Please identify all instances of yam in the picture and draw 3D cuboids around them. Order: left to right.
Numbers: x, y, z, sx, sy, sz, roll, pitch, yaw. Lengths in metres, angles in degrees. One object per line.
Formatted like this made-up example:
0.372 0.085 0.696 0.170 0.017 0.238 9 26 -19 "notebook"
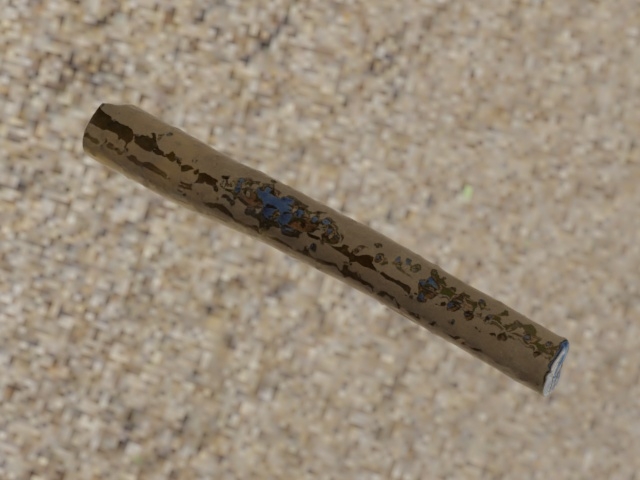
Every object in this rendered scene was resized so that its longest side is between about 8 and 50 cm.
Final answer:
0.000 0.000 1.127 0.045 0.327 0.045 -55 159 -18 "yam"
